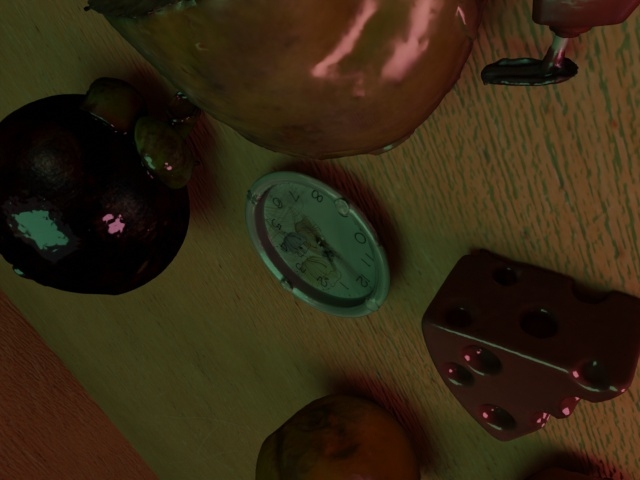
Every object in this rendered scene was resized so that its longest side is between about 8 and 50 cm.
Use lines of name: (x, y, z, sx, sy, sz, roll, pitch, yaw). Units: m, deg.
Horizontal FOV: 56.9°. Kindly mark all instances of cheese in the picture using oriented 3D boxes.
cheese: (0.229, 0.132, 0.658, 0.203, 0.128, 0.177, 17, 139, 27)

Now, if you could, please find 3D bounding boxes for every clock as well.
clock: (0.000, 0.000, 0.798, 0.236, 0.053, 0.236, 24, 138, 24)

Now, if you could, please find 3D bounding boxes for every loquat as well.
loquat: (0.038, 0.404, 0.983, 0.276, 0.276, 0.284, -17, 97, 51)

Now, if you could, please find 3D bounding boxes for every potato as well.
potato: (0.013, -0.173, 0.475, 0.289, 0.301, 0.237, 47, 175, 47)

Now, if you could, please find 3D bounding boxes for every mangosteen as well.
mangosteen: (-0.315, -0.089, 0.868, 0.306, 0.359, 0.306, 44, 179, 1)

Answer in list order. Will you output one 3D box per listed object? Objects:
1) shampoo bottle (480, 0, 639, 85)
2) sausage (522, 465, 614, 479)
shampoo bottle: (0.179, -0.219, 0.379, 0.153, 0.071, 0.284, 16, 138, 13)
sausage: (0.319, 0.404, 0.826, 0.148, 0.148, 0.254, 28, 140, 21)
